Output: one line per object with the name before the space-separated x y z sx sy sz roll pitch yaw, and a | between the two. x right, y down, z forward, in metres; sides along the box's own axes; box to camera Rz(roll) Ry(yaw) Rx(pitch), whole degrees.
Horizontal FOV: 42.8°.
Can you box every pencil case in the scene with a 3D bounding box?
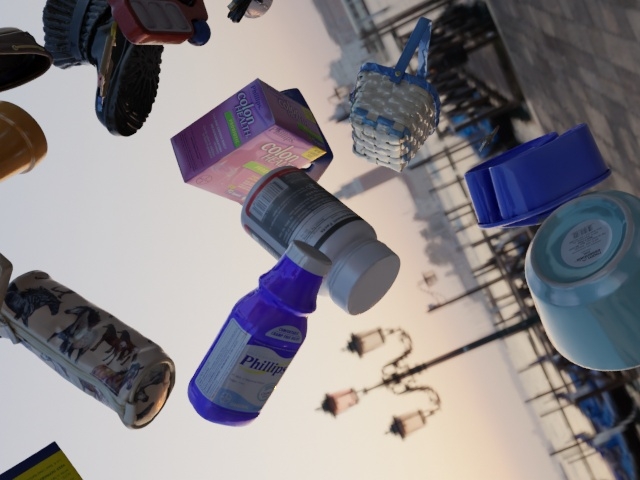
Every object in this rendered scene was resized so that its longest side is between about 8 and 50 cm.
pencil case | -0.479 0.220 1.657 0.410 0.160 0.183 29 -146 20

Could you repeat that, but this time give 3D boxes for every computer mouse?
computer mouse | -0.100 -0.388 1.305 0.042 0.106 0.193 37 -170 -7

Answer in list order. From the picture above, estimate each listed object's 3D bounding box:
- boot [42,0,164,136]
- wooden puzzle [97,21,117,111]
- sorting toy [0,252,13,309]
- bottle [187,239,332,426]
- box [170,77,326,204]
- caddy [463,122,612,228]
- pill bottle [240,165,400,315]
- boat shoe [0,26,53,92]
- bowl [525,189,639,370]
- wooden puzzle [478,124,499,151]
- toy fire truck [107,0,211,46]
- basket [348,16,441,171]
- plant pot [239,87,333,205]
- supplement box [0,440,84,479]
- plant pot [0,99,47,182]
boot | -0.471 -0.374 1.711 0.131 0.260 0.348 53 -138 -62
wooden puzzle | -0.316 -0.255 1.197 0.078 0.014 0.116 118 159 -61
sorting toy | -0.672 0.085 1.402 0.257 0.256 0.089 35 -157 23
bottle | -0.081 0.134 1.173 0.118 0.283 0.092 21 -164 -43
box | -0.151 -0.202 1.739 0.213 0.243 0.117 20 -137 -59
caddy | 0.499 -0.130 1.875 0.179 0.341 0.241 66 161 -5
pill bottle | 0.000 0.000 1.488 0.283 0.161 0.161 40 175 29
boat shoe | -0.649 -0.312 1.517 0.096 0.117 0.324 30 -141 21
bowl | 0.463 0.039 1.345 0.163 0.311 0.312 38 -157 -31
wooden puzzle | 0.366 -0.221 1.776 0.006 0.049 0.083 40 159 11
toy fire truck | -0.303 -0.453 1.442 0.254 0.169 0.302 61 -157 0
basket | 0.178 -0.326 1.838 0.201 0.289 0.255 26 162 15
plant pot | -0.138 -0.229 2.110 0.212 0.236 0.236 -11 -115 -36
supplement box | -0.528 0.625 1.635 0.194 0.195 0.356 -29 -109 -39
plant pot | -0.863 -0.235 2.161 0.205 0.205 0.188 61 -144 -28
